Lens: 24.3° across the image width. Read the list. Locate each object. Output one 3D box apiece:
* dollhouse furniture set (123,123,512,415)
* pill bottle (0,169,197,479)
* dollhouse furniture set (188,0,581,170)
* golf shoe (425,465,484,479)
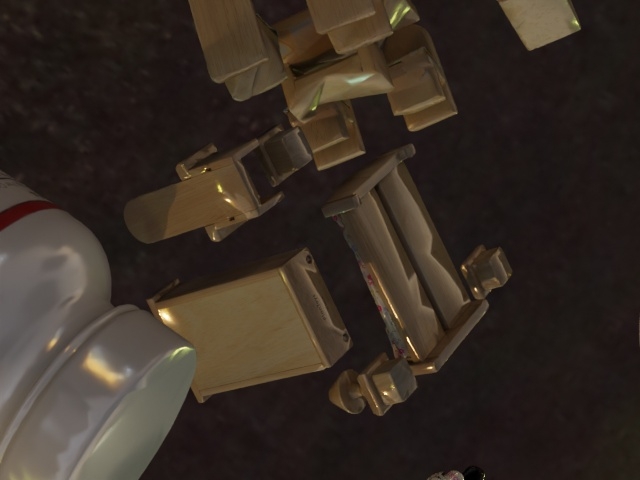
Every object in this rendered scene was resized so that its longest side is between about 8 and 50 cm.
[{"bbox_3d":[0.000,0.000,1.489,0.355,0.174,0.303,-41,110,-51],"label":"dollhouse furniture set"},{"bbox_3d":[-0.299,0.037,1.034,0.229,0.408,0.229,-54,167,-18],"label":"pill bottle"},{"bbox_3d":[0.071,-0.311,1.774,0.394,0.256,0.362,-22,160,14],"label":"dollhouse furniture set"},{"bbox_3d":[0.110,0.273,1.536,0.186,0.067,0.086,1,114,-60],"label":"golf shoe"}]
